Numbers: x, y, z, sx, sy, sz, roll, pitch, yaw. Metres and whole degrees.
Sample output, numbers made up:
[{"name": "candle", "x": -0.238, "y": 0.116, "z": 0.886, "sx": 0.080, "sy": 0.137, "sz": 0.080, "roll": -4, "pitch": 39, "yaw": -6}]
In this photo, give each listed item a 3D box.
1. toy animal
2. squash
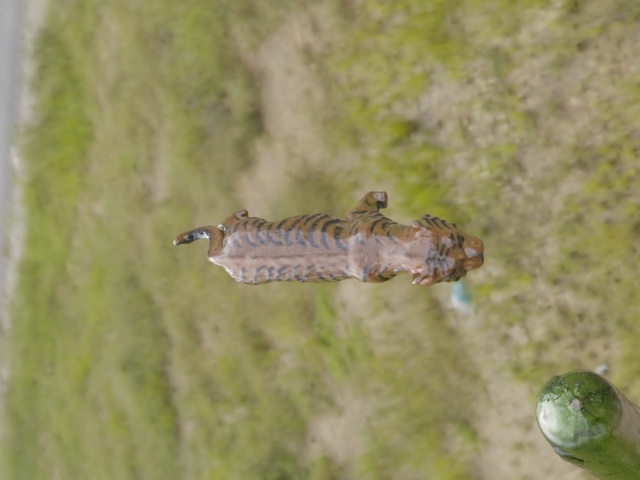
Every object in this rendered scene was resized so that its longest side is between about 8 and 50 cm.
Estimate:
[{"name": "toy animal", "x": 0.000, "y": 0.000, "z": 0.913, "sx": 0.241, "sy": 0.099, "sz": 0.056, "roll": 0, "pitch": 99, "yaw": 21}, {"name": "squash", "x": 0.275, "y": 0.186, "z": 1.257, "sx": 0.087, "sy": 0.331, "sz": 0.087, "roll": -12, "pitch": 66, "yaw": 27}]
